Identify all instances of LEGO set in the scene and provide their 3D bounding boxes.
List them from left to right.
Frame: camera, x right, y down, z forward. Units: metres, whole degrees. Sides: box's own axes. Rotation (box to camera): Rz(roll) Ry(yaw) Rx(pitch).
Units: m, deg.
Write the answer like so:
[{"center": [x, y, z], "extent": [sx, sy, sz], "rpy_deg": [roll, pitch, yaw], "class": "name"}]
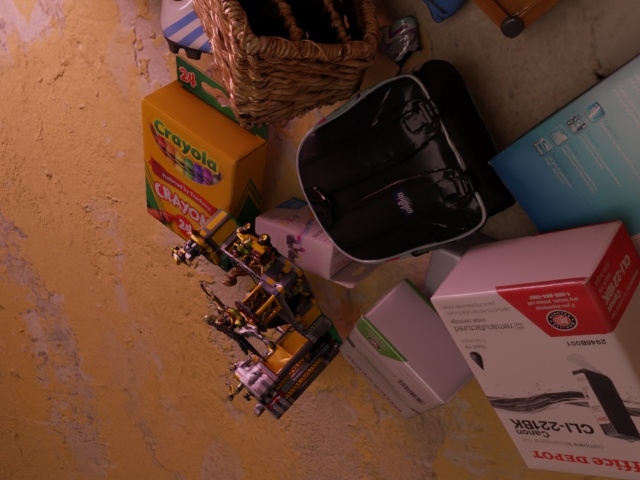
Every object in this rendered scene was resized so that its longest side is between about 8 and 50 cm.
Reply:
[{"center": [-0.121, 0.130, 1.068], "extent": [0.255, 0.192, 0.331], "rpy_deg": [36, 162, 26], "class": "LEGO set"}]

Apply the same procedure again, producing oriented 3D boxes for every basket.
[{"center": [-0.046, -0.323, 0.822], "extent": [0.223, 0.213, 0.299], "rpy_deg": [111, 139, -74], "class": "basket"}]

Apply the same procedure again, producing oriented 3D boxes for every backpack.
[{"center": [0.102, -0.094, 0.896], "extent": [0.253, 0.191, 0.225], "rpy_deg": [-25, 95, 39], "class": "backpack"}]

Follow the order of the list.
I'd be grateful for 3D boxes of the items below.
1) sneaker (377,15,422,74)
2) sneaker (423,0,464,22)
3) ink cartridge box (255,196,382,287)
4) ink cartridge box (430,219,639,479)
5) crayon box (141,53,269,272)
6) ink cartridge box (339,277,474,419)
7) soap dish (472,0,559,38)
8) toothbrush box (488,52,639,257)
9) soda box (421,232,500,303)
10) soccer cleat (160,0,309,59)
[{"center": [0.091, -0.256, 0.929], "extent": [0.098, 0.038, 0.069], "rpy_deg": [-10, 104, 39], "class": "sneaker"}, {"center": [0.099, -0.360, 0.856], "extent": [0.209, 0.069, 0.082], "rpy_deg": [48, 134, 7], "class": "sneaker"}, {"center": [0.000, 0.000, 1.072], "extent": [0.181, 0.104, 0.061], "rpy_deg": [21, 123, 26], "class": "ink cartridge box"}, {"center": [0.282, 0.132, 0.775], "extent": [0.197, 0.114, 0.273], "rpy_deg": [-13, 115, 48], "class": "ink cartridge box"}, {"center": [-0.193, -0.117, 1.124], "extent": [0.202, 0.081, 0.318], "rpy_deg": [35, 142, 19], "class": "crayon box"}, {"center": [0.124, 0.167, 1.009], "extent": [0.160, 0.092, 0.219], "rpy_deg": [46, 162, 9], "class": "ink cartridge box"}, {"center": [0.188, -0.363, 0.690], "extent": [0.291, 0.118, 0.229], "rpy_deg": [38, 135, -18], "class": "soap dish"}, {"center": [0.374, -0.093, 0.741], "extent": [0.216, 0.126, 0.295], "rpy_deg": [53, 132, 2], "class": "toothbrush box"}, {"center": [0.283, 0.085, 0.915], "extent": [0.286, 0.091, 0.098], "rpy_deg": [26, 124, 24], "class": "soda box"}, {"center": [-0.111, -0.319, 0.993], "extent": [0.331, 0.116, 0.143], "rpy_deg": [22, 127, 28], "class": "soccer cleat"}]
